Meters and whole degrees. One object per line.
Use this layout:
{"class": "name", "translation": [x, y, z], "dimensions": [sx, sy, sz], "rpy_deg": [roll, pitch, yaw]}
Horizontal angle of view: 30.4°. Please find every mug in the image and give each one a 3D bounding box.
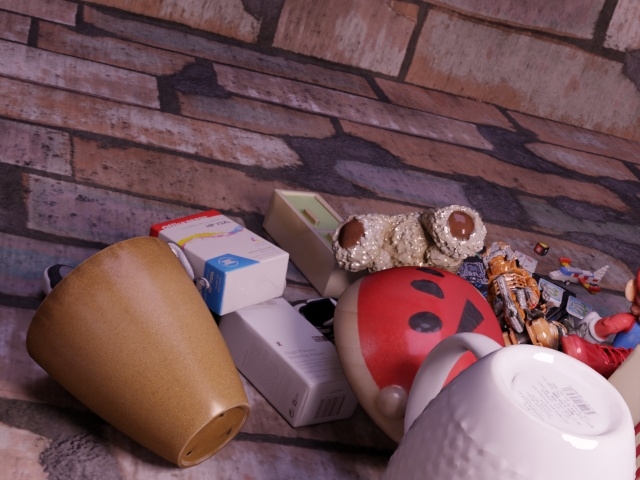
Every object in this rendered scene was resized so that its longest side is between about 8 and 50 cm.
{"class": "mug", "translation": [0.197, 0.270, 1.395], "dimensions": [0.276, 0.328, 0.374], "rpy_deg": [7, 31, -24]}

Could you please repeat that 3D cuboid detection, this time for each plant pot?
{"class": "plant pot", "translation": [-0.216, 0.165, 1.540], "dimensions": [0.254, 0.237, 0.237], "rpy_deg": [46, 33, 23]}

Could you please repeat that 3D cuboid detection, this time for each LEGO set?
{"class": "LEGO set", "translation": [0.462, 0.060, 2.296], "dimensions": [0.182, 0.060, 0.244], "rpy_deg": [27, 23, 7]}

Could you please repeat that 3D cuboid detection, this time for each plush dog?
{"class": "plush dog", "translation": [0.158, 0.065, 2.039], "dimensions": [0.262, 0.225, 0.210], "rpy_deg": [-6, -4, 3]}

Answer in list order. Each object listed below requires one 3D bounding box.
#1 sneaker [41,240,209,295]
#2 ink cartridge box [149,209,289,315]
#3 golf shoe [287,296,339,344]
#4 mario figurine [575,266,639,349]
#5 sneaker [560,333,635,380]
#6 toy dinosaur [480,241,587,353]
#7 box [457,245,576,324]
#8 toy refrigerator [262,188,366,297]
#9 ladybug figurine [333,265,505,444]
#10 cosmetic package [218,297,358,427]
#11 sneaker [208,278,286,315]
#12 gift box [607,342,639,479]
{"class": "sneaker", "translation": [-0.288, 0.060, 1.772], "dimensions": [0.268, 0.153, 0.101], "rpy_deg": [24, 23, 12]}
{"class": "ink cartridge box", "translation": [-0.178, 0.022, 1.846], "dimensions": [0.231, 0.078, 0.134], "rpy_deg": [29, 32, 37]}
{"class": "golf shoe", "translation": [0.033, 0.133, 1.910], "dimensions": [0.198, 0.077, 0.094], "rpy_deg": [4, -15, -22]}
{"class": "mario figurine", "translation": [0.565, 0.152, 1.996], "dimensions": [0.198, 0.321, 0.170], "rpy_deg": [11, 25, -20]}
{"class": "sneaker", "translation": [0.470, 0.181, 1.859], "dimensions": [0.221, 0.128, 0.087], "rpy_deg": [33, 37, -52]}
{"class": "toy dinosaur", "translation": [0.333, 0.166, 1.919], "dimensions": [0.164, 0.322, 0.218], "rpy_deg": [-3, -22, 23]}
{"class": "box", "translation": [0.306, 0.097, 2.246], "dimensions": [0.293, 0.073, 0.295], "rpy_deg": [27, 24, 21]}
{"class": "toy refrigerator", "translation": [0.000, 0.000, 2.204], "dimensions": [0.102, 0.094, 0.269], "rpy_deg": [4, 27, -32]}
{"class": "ladybug figurine", "translation": [0.166, 0.163, 1.754], "dimensions": [0.305, 0.162, 0.449], "rpy_deg": [48, 19, -2]}
{"class": "cosmetic package", "translation": [-0.049, 0.179, 1.777], "dimensions": [0.117, 0.085, 0.231], "rpy_deg": [-2, 32, -41]}
{"class": "sneaker", "translation": [-0.160, 0.095, 1.901], "dimensions": [0.234, 0.084, 0.097], "rpy_deg": [-2, 34, -23]}
{"class": "gift box", "translation": [0.527, 0.282, 1.747], "dimensions": [0.255, 0.258, 0.276], "rpy_deg": [-2, 45, -36]}
